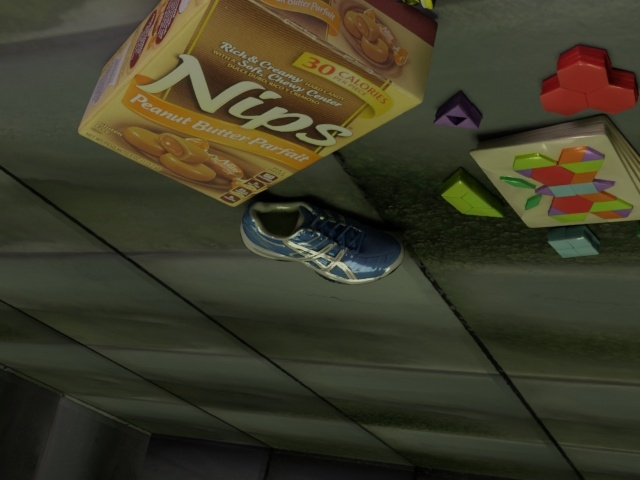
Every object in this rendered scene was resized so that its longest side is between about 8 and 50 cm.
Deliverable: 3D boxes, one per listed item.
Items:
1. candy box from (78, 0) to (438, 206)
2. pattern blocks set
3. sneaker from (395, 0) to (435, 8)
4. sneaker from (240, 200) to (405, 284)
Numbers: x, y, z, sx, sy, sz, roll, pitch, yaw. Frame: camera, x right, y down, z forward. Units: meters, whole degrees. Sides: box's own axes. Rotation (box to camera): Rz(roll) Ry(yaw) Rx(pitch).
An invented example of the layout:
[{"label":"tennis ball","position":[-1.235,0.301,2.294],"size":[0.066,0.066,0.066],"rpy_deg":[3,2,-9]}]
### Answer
[{"label":"candy box","position":[-0.070,-0.140,0.756],"size":[0.183,0.087,0.316],"rpy_deg":[25,154,-27]},{"label":"pattern blocks set","position":[0.250,-0.062,0.851],"size":[0.325,0.026,0.285],"rpy_deg":[28,152,-33]},{"label":"sneaker","position":[0.063,-0.199,0.626],"size":[0.035,0.031,0.083],"rpy_deg":[3,155,22]},{"label":"sneaker","position":[0.000,0.000,1.050],"size":[0.211,0.080,0.081],"rpy_deg":[9,160,4]}]
